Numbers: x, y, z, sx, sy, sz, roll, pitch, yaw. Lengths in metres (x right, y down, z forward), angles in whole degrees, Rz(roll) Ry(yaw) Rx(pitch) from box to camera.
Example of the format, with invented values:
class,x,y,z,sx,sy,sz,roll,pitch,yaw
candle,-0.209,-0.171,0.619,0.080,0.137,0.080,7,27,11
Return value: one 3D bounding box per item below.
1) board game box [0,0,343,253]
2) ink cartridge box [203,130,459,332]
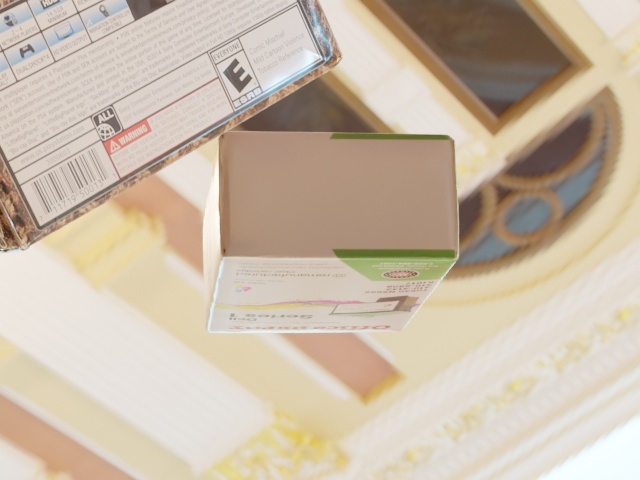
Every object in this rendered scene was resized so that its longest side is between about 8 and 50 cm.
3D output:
class,x,y,z,sx,sy,sz,roll,pitch,yaw
board game box,-0.162,-0.169,0.864,0.232,0.291,0.141,-34,-163,-36
ink cartridge box,0.000,0.000,1.497,0.278,0.201,0.117,113,-24,-73
